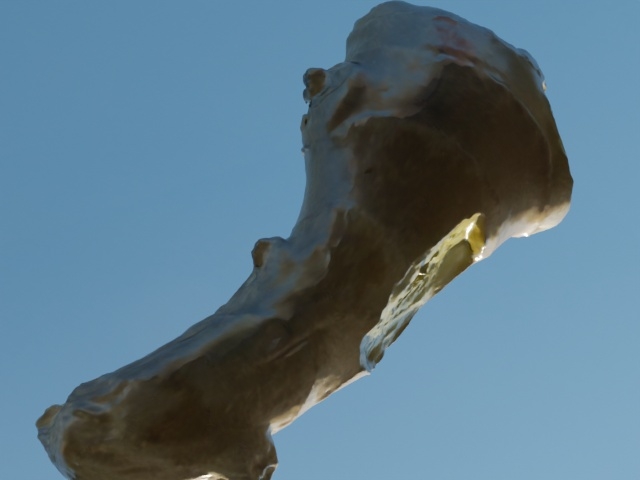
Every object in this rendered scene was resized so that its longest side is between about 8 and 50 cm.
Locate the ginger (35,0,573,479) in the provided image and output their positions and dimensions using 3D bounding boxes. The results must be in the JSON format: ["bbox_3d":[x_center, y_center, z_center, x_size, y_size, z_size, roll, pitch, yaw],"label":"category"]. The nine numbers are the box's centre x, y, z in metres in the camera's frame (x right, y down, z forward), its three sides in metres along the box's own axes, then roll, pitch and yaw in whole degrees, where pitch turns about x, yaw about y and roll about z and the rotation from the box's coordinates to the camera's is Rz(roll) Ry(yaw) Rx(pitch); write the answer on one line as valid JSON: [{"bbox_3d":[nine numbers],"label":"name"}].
[{"bbox_3d":[0.000,0.000,0.665,0.294,0.086,0.131,-41,-90,-24],"label":"ginger"}]
